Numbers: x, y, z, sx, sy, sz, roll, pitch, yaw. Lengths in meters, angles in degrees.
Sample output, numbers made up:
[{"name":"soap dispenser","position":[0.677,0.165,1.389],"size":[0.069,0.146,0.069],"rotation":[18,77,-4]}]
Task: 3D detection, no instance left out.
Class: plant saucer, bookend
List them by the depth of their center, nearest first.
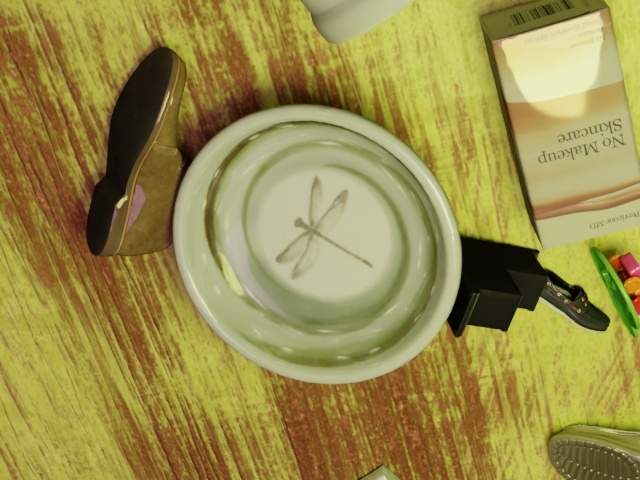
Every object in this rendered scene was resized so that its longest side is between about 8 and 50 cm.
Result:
[{"name":"plant saucer","position":[0.000,0.000,1.444],"size":[0.401,0.100,0.400],"rotation":[6,113,15]},{"name":"bookend","position":[0.244,0.069,1.447],"size":[0.157,0.156,0.072],"rotation":[9,118,-17]}]

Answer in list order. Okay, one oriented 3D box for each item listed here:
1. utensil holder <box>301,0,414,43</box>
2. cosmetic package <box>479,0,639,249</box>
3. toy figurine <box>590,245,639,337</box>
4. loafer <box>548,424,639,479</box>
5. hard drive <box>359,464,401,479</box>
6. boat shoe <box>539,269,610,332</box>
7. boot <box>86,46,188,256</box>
[{"name":"utensil holder","position":[0.012,-0.461,1.118],"size":[0.328,0.327,0.385],"rotation":[-36,107,19]},{"name":"cosmetic package","position":[0.316,-0.156,1.360],"size":[0.153,0.129,0.296],"rotation":[-16,115,9]},{"name":"toy figurine","position":[0.484,0.044,1.476],"size":[0.159,0.130,0.173],"rotation":[-28,135,5]},{"name":"loafer","position":[0.488,0.341,1.630],"size":[0.269,0.092,0.101],"rotation":[11,116,15]},{"name":"hard drive","position":[0.051,0.523,1.765],"size":[0.307,0.040,0.203],"rotation":[-37,110,19]},{"name":"boat shoe","position":[0.367,0.090,1.527],"size":[0.133,0.049,0.042],"rotation":[31,122,-8]},{"name":"boot","position":[-0.225,-0.116,1.442],"size":[0.115,0.112,0.305],"rotation":[5,117,-34]}]
